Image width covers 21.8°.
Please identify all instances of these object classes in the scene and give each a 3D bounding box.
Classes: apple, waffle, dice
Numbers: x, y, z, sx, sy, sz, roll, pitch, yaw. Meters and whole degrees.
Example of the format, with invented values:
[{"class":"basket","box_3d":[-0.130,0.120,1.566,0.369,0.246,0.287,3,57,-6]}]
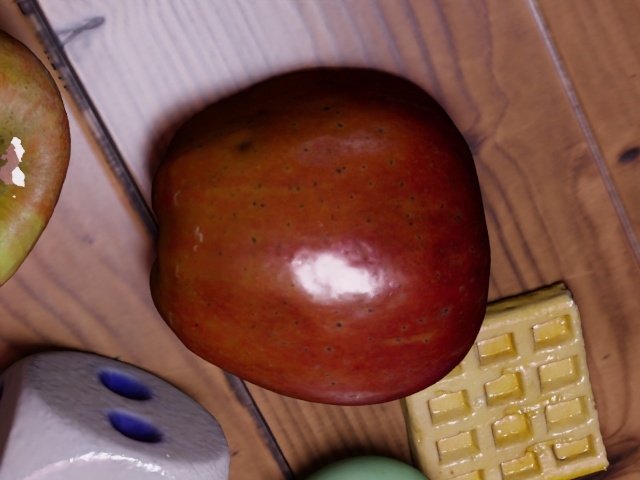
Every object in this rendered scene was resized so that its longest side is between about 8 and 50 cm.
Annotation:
[{"class":"apple","box_3d":[0.000,0.000,1.768,0.365,0.329,0.295,3,149,-8]},{"class":"waffle","box_3d":[0.206,0.190,1.923,0.221,0.055,0.248,-16,111,-5]},{"class":"apple","box_3d":[-0.399,-0.076,1.609,0.309,0.250,0.277,-51,128,-11]},{"class":"dice","box_3d":[-0.261,0.279,1.761,0.243,0.251,0.259,22,104,-19]}]

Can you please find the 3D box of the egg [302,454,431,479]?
[{"class":"egg","box_3d":[0.039,0.369,1.866,0.220,0.220,0.270,23,114,-18]}]
